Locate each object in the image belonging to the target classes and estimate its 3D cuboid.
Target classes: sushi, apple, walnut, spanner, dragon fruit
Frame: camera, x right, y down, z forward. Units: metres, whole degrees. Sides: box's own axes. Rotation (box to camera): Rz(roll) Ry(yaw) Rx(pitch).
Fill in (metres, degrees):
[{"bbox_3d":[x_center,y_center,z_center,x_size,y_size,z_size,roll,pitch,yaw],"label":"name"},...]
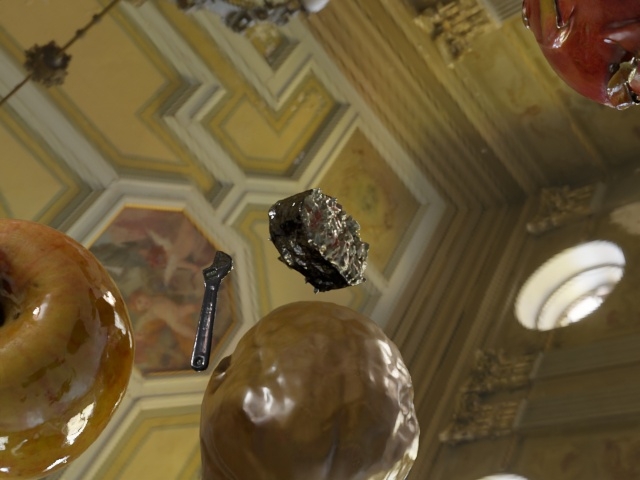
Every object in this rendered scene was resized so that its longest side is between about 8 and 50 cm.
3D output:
[{"bbox_3d":[0.000,0.000,1.120,0.150,0.078,0.091,49,-136,-34],"label":"sushi"},{"bbox_3d":[-0.365,0.130,1.027,0.298,0.275,0.299,5,-115,-11],"label":"apple"},{"bbox_3d":[-0.024,0.271,1.297,0.307,0.354,0.398,29,-163,-8],"label":"walnut"},{"bbox_3d":[-0.166,0.103,1.343,0.012,0.046,0.209,78,-165,-55],"label":"spanner"},{"bbox_3d":[0.389,-0.300,1.158,0.315,0.250,0.250,40,-132,4],"label":"dragon fruit"}]
